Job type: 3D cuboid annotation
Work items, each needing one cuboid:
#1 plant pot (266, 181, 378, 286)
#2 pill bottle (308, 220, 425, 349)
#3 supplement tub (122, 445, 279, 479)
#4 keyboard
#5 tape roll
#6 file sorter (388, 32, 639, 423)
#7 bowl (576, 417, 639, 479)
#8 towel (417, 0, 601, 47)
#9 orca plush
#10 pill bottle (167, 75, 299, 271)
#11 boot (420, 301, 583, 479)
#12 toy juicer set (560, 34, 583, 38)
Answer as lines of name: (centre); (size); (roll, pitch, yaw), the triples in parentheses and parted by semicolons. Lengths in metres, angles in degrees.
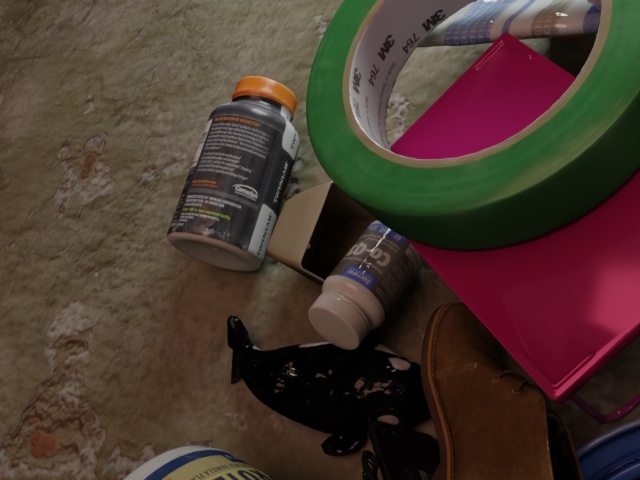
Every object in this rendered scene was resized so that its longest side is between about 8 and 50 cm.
plant pot: (0.000, 0.000, 0.878); (0.096, 0.109, 0.109); (5, 69, 49)
pill bottle: (0.050, 0.048, 0.800); (0.078, 0.078, 0.137); (12, 49, 37)
supplement tub: (-0.048, 0.340, 0.648); (0.316, 0.228, 0.229); (14, 75, 37)
keyboard: (0.080, 0.227, 0.664); (0.180, 0.108, 0.023); (-112, 43, -66)
tape roll: (0.139, -0.153, 0.638); (0.321, 0.077, 0.322); (-16, 58, 28)
file sorter: (0.219, -0.006, 0.678); (0.202, 0.182, 0.291); (-45, 49, 8)
bowl: (0.311, 0.319, 0.518); (0.390, 0.077, 0.392); (-15, 59, 27)
towel: (0.226, -0.266, 0.762); (0.284, 0.034, 0.209); (8, 44, 41)
orca plush: (-0.015, 0.137, 0.811); (0.287, 0.102, 0.151); (22, 80, 39)
pill bottle: (-0.105, -0.093, 0.972); (0.130, 0.130, 0.246); (4, 69, 35)
boot: (0.159, 0.151, 0.635); (0.115, 0.112, 0.305); (-41, 23, 29)
toy juicer set: (0.385, -0.311, 0.785); (0.328, 0.089, 0.209); (0, 67, 33)
